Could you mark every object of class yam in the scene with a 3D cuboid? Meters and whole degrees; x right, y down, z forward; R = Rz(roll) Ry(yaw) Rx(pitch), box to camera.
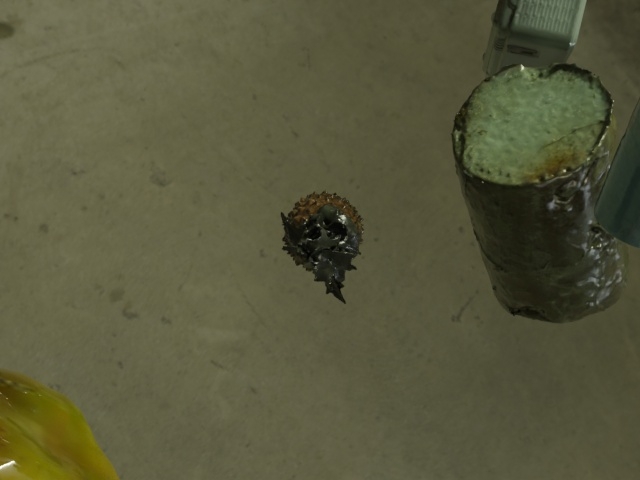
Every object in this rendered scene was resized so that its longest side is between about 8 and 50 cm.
[{"bbox_3d":[0.243,-0.029,0.823,0.304,0.167,0.168,62,28,-44],"label":"yam"}]

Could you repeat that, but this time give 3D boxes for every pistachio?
[{"bbox_3d":[-0.190,0.118,0.412,0.189,0.100,0.110,11,35,14],"label":"pistachio"}]

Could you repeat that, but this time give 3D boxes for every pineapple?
[{"bbox_3d":[0.000,0.000,0.952,0.125,0.125,0.251,37,8,-6],"label":"pineapple"}]

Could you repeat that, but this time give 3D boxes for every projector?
[{"bbox_3d":[0.271,-0.327,0.924,0.099,0.192,0.257,14,85,10],"label":"projector"}]

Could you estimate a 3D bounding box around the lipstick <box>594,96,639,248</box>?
[{"bbox_3d":[0.169,-0.070,0.334,0.048,0.158,0.048,6,37,-4],"label":"lipstick"}]
